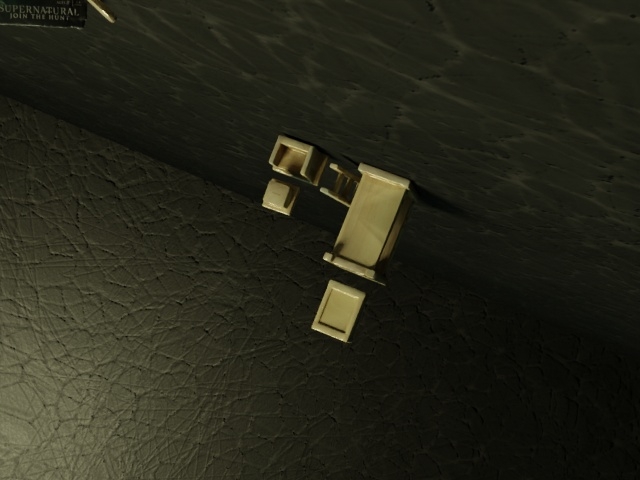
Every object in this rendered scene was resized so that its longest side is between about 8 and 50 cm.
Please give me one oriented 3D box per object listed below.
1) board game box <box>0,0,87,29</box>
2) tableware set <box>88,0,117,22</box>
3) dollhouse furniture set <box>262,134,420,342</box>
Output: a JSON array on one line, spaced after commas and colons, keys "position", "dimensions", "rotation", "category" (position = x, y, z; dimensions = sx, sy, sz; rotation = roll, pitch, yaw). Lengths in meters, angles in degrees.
[{"position": [-0.284, -0.175, 0.661], "dimensions": [0.186, 0.026, 0.126], "rotation": [-6, -164, -34], "category": "board game box"}, {"position": [-0.184, -0.177, 0.469], "dimensions": [0.128, 0.039, 0.194], "rotation": [21, 177, 22], "category": "tableware set"}, {"position": [0.000, 0.000, 0.989], "dimensions": [0.161, 0.182, 0.101], "rotation": [21, 178, 15], "category": "dollhouse furniture set"}]
